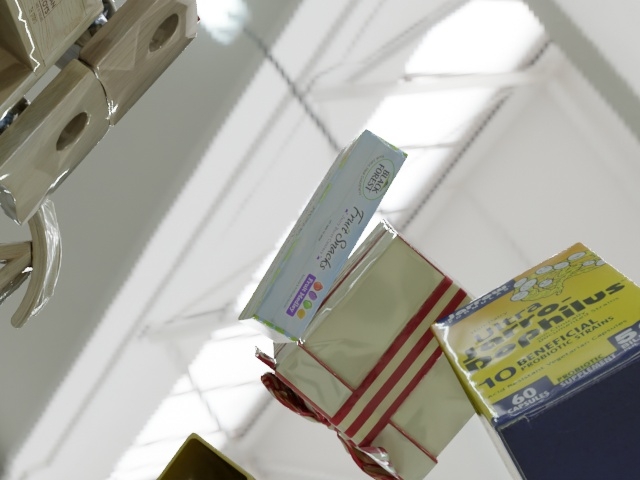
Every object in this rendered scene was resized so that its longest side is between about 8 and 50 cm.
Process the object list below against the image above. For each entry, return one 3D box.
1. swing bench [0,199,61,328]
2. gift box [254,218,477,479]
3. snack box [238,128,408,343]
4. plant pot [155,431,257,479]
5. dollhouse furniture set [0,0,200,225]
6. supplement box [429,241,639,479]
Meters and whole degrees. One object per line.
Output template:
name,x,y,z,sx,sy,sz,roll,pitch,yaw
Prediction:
swing bench,-0.410,0.048,1.809,0.253,0.255,0.165,-174,-120,-85
gift box,0.076,0.140,1.946,0.255,0.276,0.258,40,-86,-1
snack box,0.000,0.000,1.040,0.141,0.037,0.100,-59,-174,-8
plant pot,-0.087,0.226,1.338,0.081,0.083,0.081,31,-98,37
dollhouse furniture set,-0.142,-0.120,0.652,0.129,0.129,0.183,37,-16,12
supplement box,0.259,0.159,1.537,0.195,0.194,0.356,61,0,-13
